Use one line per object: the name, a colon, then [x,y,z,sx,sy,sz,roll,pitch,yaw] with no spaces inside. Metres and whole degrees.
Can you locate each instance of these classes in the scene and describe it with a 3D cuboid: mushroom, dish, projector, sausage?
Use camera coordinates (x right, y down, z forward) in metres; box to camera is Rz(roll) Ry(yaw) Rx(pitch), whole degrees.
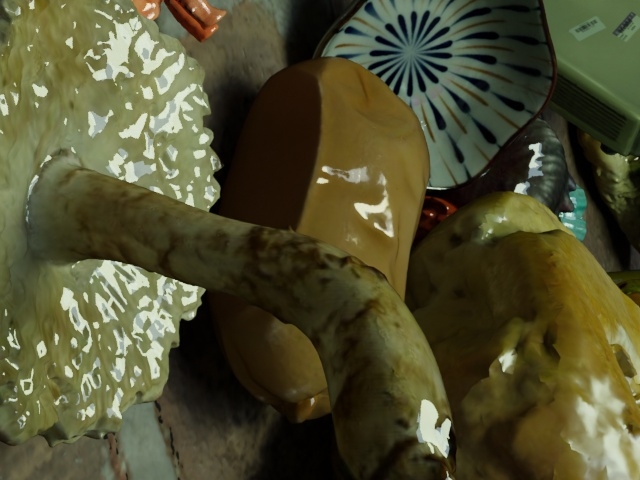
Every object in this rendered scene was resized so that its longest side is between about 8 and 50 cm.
mushroom: [-0.057,0.009,0.868,0.208,0.302,0.233,101,12,-69]
dish: [0.071,-0.128,1.268,0.190,0.191,0.066,64,-6,-34]
projector: [0.274,-0.205,1.576,0.269,0.193,0.088,-45,163,-31]
sausage: [0.000,0.000,1.118,0.136,0.120,0.241,41,51,-37]

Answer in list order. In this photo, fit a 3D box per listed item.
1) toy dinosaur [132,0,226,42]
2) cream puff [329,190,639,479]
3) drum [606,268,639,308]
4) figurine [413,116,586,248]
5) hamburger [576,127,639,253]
toy dinosaur: [-0.086,-0.168,1.052,0.101,0.055,0.279,45,46,-18]
cream puff: [0.130,0.146,1.213,0.327,0.231,0.343,18,43,-61]
drum: [0.320,0.228,1.570,0.431,0.214,0.431,11,77,-61]
figurine: [0.150,-0.021,1.411,0.245,0.110,0.137,38,66,-62]
hamburger: [0.342,-0.131,1.712,0.209,0.162,0.329,21,72,-60]
